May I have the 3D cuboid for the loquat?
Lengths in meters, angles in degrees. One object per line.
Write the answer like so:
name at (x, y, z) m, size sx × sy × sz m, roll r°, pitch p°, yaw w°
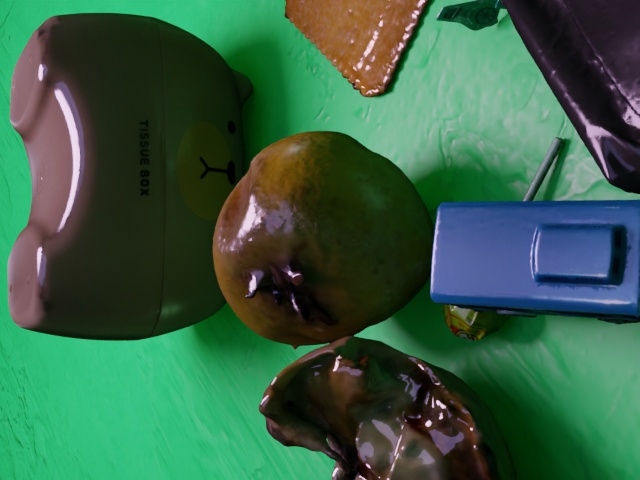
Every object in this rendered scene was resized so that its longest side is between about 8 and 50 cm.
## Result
loquat at (-0.005, 0.000, 0.916) m, size 0.213 × 0.213 × 0.213 m, roll -7°, pitch 82°, yaw 53°

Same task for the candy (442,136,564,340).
candy at (0.163, 0.000, 0.842) m, size 0.062 × 0.058 × 0.194 m, roll -104°, pitch 37°, yaw -75°

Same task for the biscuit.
biscuit at (0.049, -0.298, 1.042) m, size 0.237 × 0.013 × 0.232 m, roll 51°, pitch 126°, yaw 41°

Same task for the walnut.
walnut at (0.076, 0.188, 0.854) m, size 0.204 × 0.141 × 0.238 m, roll -21°, pitch 92°, yaw 30°

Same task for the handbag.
handbag at (0.253, -0.182, 0.697) m, size 0.223 × 0.080 × 0.247 m, roll -52°, pitch 43°, yaw 37°

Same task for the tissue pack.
tissue pack at (-0.235, -0.070, 1.206) m, size 0.267 × 0.276 × 0.387 m, roll -16°, pitch 73°, yaw 60°

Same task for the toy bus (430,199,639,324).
toy bus at (0.182, 0.016, 0.736) m, size 0.184 × 0.106 × 0.090 m, roll 0°, pitch 81°, yaw 39°

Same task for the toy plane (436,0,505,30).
toy plane at (0.173, -0.267, 0.806) m, size 0.235 × 0.096 × 0.060 m, roll 108°, pitch 148°, yaw -48°
